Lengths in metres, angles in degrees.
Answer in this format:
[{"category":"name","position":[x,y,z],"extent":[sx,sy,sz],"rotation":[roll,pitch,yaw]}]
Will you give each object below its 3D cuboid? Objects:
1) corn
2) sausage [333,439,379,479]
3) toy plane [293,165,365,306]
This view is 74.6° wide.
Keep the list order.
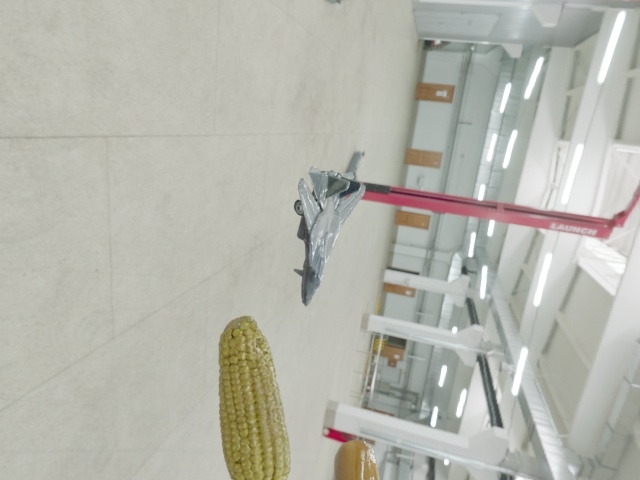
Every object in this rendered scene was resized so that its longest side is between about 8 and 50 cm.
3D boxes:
[{"category":"corn","position":[-0.126,0.298,0.754],"extent":[0.119,0.118,0.322],"rotation":[50,25,-74]},{"category":"sausage","position":[0.086,0.583,0.865],"extent":[0.329,0.111,0.112],"rotation":[-97,-174,-52]},{"category":"toy plane","position":[-0.009,-0.005,0.798],"extent":[0.212,0.088,0.268],"rotation":[-6,120,-53]}]
